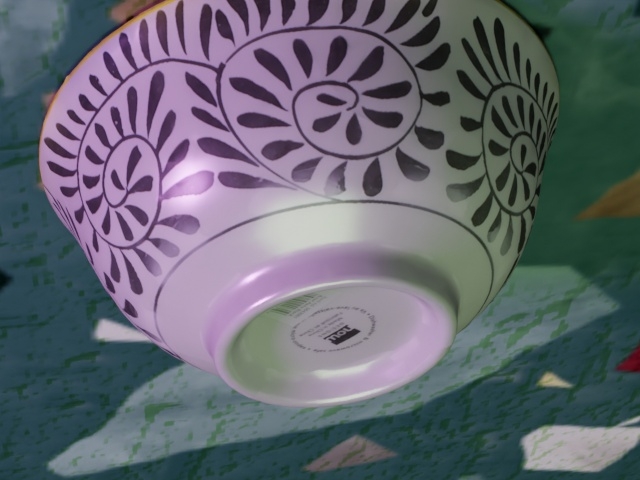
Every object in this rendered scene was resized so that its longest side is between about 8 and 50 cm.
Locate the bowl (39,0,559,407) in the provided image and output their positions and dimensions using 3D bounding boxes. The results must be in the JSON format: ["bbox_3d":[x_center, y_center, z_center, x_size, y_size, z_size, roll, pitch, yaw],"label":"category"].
[{"bbox_3d":[0.000,0.000,0.517,0.170,0.080,0.170,-7,146,-5],"label":"bowl"}]
